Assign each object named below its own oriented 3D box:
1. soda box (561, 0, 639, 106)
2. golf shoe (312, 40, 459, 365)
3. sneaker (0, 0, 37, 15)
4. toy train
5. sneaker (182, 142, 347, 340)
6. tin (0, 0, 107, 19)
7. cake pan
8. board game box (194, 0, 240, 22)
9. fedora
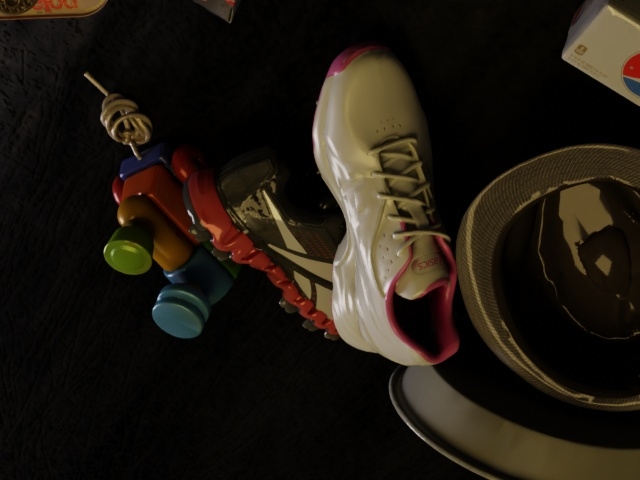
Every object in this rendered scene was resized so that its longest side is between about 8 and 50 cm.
[{"bbox_3d":[0.315,-0.141,1.662,0.216,0.069,0.074,30,135,-10],"label":"soda box"},{"bbox_3d":[0.073,-0.027,1.777,0.140,0.115,0.306,31,135,55],"label":"golf shoe"},{"bbox_3d":[-0.280,-0.291,1.710,0.066,0.071,0.188,-12,107,-10],"label":"sneaker"},{"bbox_3d":[-0.173,-0.030,1.903,0.105,0.143,0.248,-22,122,36],"label":"toy train"},{"bbox_3d":[0.000,0.000,1.896,0.135,0.097,0.276,-35,127,23],"label":"sneaker"},{"bbox_3d":[-0.262,-0.252,1.781,0.190,0.040,0.106,2,123,28],"label":"tin"},{"bbox_3d":[0.211,0.154,1.860,0.293,0.293,0.054,17,111,4],"label":"cake pan"},{"bbox_3d":[-0.107,-0.288,1.686,0.194,0.060,0.194,42,133,-21],"label":"board game box"},{"bbox_3d":[0.252,0.016,1.781,0.244,0.124,0.275,-28,109,19],"label":"fedora"}]
